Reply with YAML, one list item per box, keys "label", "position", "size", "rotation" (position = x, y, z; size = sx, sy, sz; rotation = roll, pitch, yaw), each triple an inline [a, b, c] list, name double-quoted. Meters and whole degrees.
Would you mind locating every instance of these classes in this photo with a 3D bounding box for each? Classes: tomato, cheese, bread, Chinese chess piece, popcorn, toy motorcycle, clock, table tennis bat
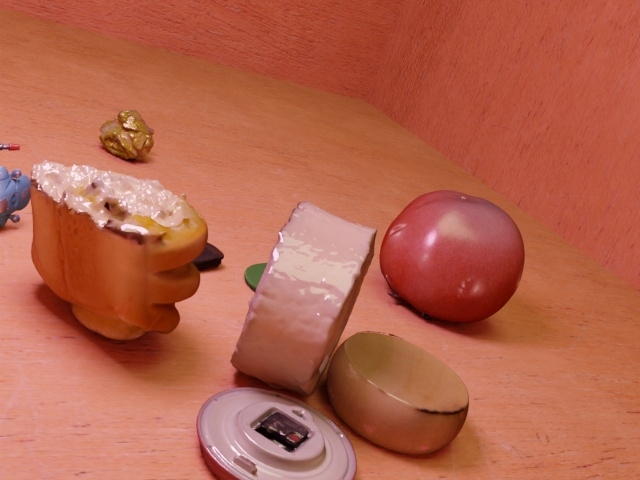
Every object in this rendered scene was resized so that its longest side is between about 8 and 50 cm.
- label: "tomato"
  position: [0.300, 0.025, 1.932]
  size: [0.341, 0.273, 0.341]
  rotation: [19, 20, -7]
- label: "cheese"
  position: [-0.025, 0.107, 1.389]
  size: [0.153, 0.292, 0.332]
  rotation: [23, 32, 6]
- label: "bread"
  position: [-0.319, 0.018, 1.343]
  size: [0.315, 0.270, 0.211]
  rotation: [25, 33, 32]
- label: "Chinese chess piece"
  position: [0.130, 0.258, 1.414]
  size: [0.250, 0.097, 0.251]
  rotation: [20, 20, -7]
- label: "popcorn"
  position: [-0.499, -0.271, 2.143]
  size: [0.125, 0.126, 0.145]
  rotation: [38, -10, -35]
- label: "toy motorcycle"
  position: [-0.651, -0.113, 1.567]
  size: [0.182, 0.124, 0.272]
  rotation: [-3, 29, -28]
- label: "clock"
  position: [-0.062, 0.292, 1.193]
  size: [0.244, 0.056, 0.244]
  rotation: [19, 19, -7]
- label: "table tennis bat"
  position: [-0.052, 0.085, 1.779]
  size: [0.160, 0.039, 0.257]
  rotation: [34, 28, 33]

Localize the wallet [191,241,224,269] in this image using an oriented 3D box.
- label: "wallet"
  position: [-0.352, -0.023, 1.745]
  size: [0.309, 0.042, 0.165]
  rotation: [33, 25, 31]
